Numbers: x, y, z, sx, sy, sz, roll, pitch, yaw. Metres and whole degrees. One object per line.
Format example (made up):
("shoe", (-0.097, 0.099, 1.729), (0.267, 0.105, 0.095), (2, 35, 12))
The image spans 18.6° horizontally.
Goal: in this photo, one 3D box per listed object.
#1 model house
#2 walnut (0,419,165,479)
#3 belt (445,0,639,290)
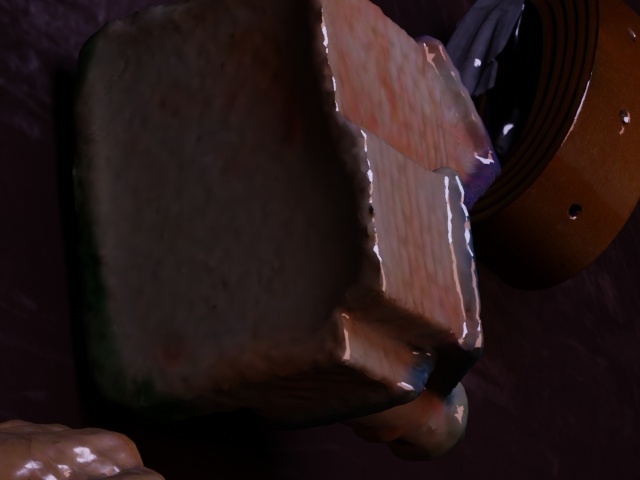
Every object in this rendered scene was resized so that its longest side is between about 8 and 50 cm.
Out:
("model house", (0.000, 0.000, 1.393), (0.280, 0.245, 0.312), (31, 47, -56))
("walnut", (-0.163, 0.194, 1.047), (0.245, 0.198, 0.198), (-8, 78, -62))
("belt", (0.200, -0.116, 1.785), (0.122, 0.217, 0.339), (38, 45, -30))
